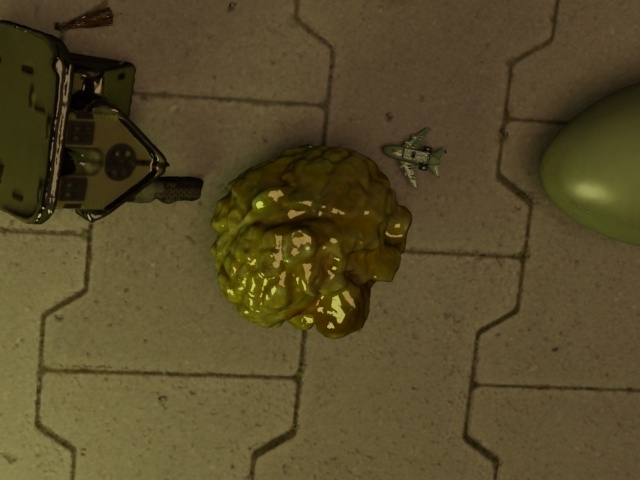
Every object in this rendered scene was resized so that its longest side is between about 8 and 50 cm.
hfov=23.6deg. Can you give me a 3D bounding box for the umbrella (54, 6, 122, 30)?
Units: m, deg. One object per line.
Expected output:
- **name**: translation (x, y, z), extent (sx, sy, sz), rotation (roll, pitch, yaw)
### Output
- **umbrella**: translation (-0.281, -0.265, 1.853), extent (0.083, 0.031, 0.020), rotation (-8, 136, -6)

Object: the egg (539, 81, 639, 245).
- **egg**: translation (0.424, -0.094, 1.922), extent (0.295, 0.218, 0.218), rotation (-8, 105, 3)

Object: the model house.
- **model house**: translation (-0.253, -0.140, 1.834), extent (0.279, 0.205, 0.218), rotation (-2, 107, -40)

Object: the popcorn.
- **popcorn**: translation (0.000, 0.000, 1.881), extent (0.251, 0.206, 0.237), rotation (9, 85, -30)

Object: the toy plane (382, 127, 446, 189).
- **toy plane**: translation (0.120, -0.108, 1.958), extent (0.083, 0.033, 0.080), rotation (13, 90, -12)
